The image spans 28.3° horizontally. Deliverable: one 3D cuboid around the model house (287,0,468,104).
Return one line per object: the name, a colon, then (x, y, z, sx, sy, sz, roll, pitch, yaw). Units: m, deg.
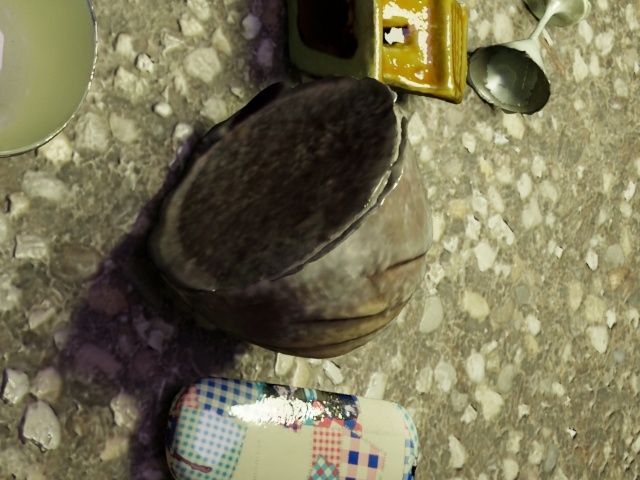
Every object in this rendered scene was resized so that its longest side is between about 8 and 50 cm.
model house: (0.092, -0.275, 1.483, 0.239, 0.173, 0.268, 5, 82, -36)

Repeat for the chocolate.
chocolate: (0.000, 0.000, 1.316, 0.213, 0.303, 0.303, 55, 54, -37)

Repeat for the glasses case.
glasses case: (-0.023, 0.224, 1.381, 0.327, 0.076, 0.125, 12, 74, -35)

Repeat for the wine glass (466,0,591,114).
wine glass: (0.282, -0.265, 1.667, 0.122, 0.122, 0.183, 48, 57, -22)

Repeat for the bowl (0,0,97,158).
bowl: (-0.339, -0.182, 1.168, 0.237, 0.126, 0.238, 7, 79, -37)
